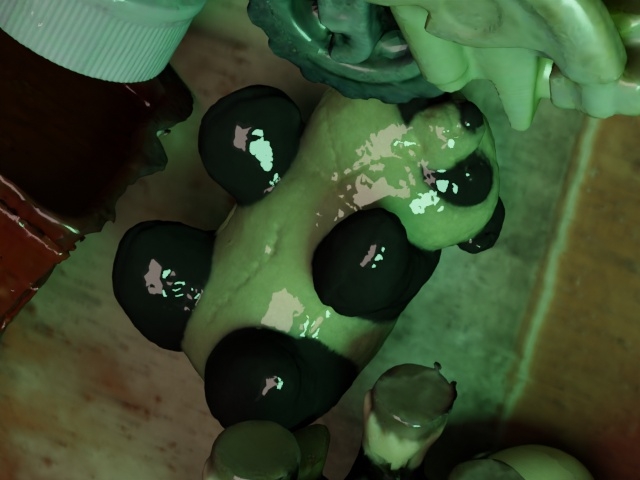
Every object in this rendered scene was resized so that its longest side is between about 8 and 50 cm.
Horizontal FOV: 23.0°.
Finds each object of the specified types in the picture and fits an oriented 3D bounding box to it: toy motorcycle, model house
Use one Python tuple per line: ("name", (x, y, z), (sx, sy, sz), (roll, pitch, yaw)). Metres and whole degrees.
("toy motorcycle", (0.065, -0.204, 0.627), (0.237, 0.168, 0.410), (15, 142, 15))
("model house", (-0.222, -0.013, 0.885), (0.160, 0.196, 0.254), (40, 119, -11))

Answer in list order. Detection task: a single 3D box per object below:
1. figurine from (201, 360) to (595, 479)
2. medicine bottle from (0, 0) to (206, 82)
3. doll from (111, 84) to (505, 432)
("figurine", (-0.007, 0.247, 0.861), (0.241, 0.306, 0.411), (39, 110, 24))
("medicine bottle", (-0.080, -0.204, 0.800), (0.139, 0.139, 0.225), (38, 118, 7))
("doll", (-0.002, 0.000, 0.844), (0.143, 0.135, 0.234), (48, 118, 26))
